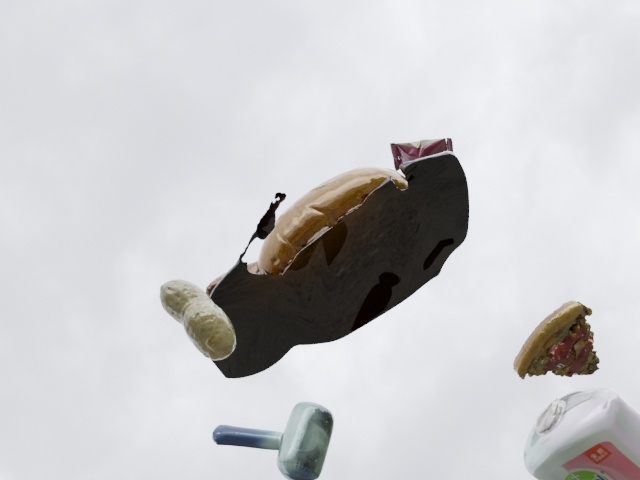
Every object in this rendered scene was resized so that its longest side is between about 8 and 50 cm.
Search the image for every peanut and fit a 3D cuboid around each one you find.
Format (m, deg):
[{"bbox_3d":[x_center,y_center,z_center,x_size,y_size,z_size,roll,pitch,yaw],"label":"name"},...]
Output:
[{"bbox_3d":[-0.095,0.059,0.532,0.037,0.083,0.037,-34,-36,-30],"label":"peanut"}]

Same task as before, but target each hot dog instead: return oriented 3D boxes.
[{"bbox_3d":[0.003,0.004,0.785,0.325,0.107,0.194,-19,-64,-15],"label":"hot dog"}]

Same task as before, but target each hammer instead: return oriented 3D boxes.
[{"bbox_3d":[-0.077,0.293,1.022,0.193,0.116,0.070,-3,-42,26],"label":"hammer"}]

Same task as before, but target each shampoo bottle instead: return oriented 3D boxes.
[{"bbox_3d":[0.160,0.123,0.374,0.099,0.043,0.072,37,-52,0],"label":"shampoo bottle"}]

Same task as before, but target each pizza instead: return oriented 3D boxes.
[{"bbox_3d":[0.481,0.217,1.325,0.198,0.062,0.188,27,-72,-29],"label":"pizza"}]

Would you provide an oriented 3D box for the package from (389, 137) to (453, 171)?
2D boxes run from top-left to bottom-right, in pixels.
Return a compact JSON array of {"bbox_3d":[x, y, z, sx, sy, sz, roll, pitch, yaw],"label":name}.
[{"bbox_3d":[0.135,-0.113,0.903,0.083,0.029,0.059,-2,-32,16],"label":"package"}]
